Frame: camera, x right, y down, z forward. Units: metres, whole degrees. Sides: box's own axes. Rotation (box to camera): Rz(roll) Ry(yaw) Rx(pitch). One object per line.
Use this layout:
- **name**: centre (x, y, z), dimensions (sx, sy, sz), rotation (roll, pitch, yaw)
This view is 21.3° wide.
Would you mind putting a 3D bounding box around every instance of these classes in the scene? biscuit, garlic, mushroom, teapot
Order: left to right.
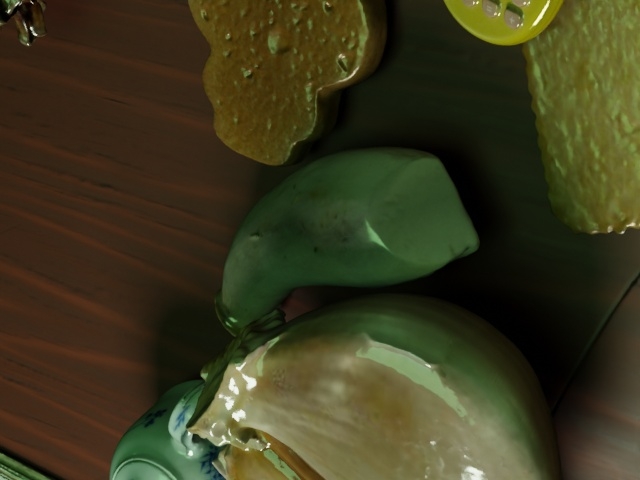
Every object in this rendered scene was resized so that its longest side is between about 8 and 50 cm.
- **teapot**: centre (-0.117, 0.207, 1.450), dimensions (0.159, 0.159, 0.232), rotation (35, 123, 21)
- **biscuit**: centre (-0.023, -0.201, 1.307), dimensions (0.186, 0.044, 0.295), rotation (29, 120, 28)
- **mushroom**: centre (0.000, 0.000, 1.333), dimensions (0.270, 0.103, 0.118), rotation (-23, 86, 49)
- **garlic**: centre (0.059, 0.156, 1.289), dimensions (0.325, 0.132, 0.279), rotation (31, 138, 3)
- **biscuit**: centre (0.242, -0.122, 1.163), dimensions (0.232, 0.013, 0.237), rotation (-3, 104, 36)

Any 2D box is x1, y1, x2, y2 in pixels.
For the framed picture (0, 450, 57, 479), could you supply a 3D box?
- **framed picture**: centre (-0.238, 0.349, 1.667), dimensions (0.293, 0.018, 0.231), rotation (21, 117, 28)

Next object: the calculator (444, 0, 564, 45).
- **calculator**: centre (0.130, -0.248, 1.166), dimensions (0.146, 0.032, 0.235), rotation (35, 128, 41)

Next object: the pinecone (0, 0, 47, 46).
- **pinecone**: centre (-0.309, -0.252, 1.402), dimensions (0.204, 0.184, 0.179), rotation (42, 92, 13)
